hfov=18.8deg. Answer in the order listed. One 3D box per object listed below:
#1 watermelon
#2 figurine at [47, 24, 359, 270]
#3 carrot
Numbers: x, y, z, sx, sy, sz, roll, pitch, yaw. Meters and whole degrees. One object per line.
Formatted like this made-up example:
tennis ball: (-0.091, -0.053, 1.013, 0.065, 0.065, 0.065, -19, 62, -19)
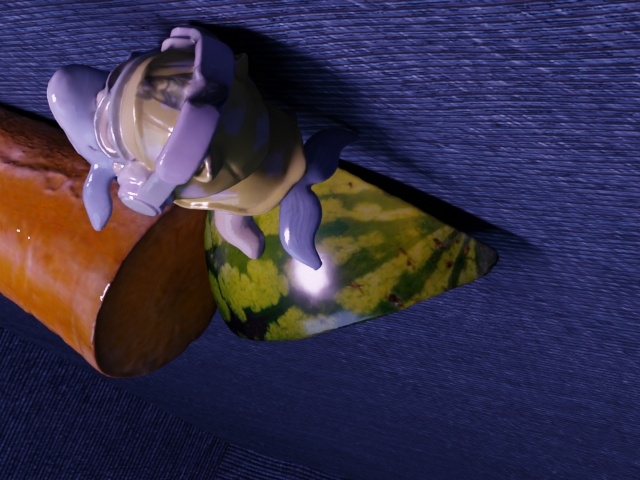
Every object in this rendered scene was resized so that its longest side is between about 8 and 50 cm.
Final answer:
watermelon: (-0.018, 0.020, 1.432, 0.159, 0.128, 0.303, 29, 168, -23)
figurine: (-0.074, -0.061, 1.212, 0.208, 0.128, 0.184, 19, 168, -19)
carrot: (-0.208, -0.021, 1.618, 0.254, 0.196, 0.196, 31, 173, 25)
